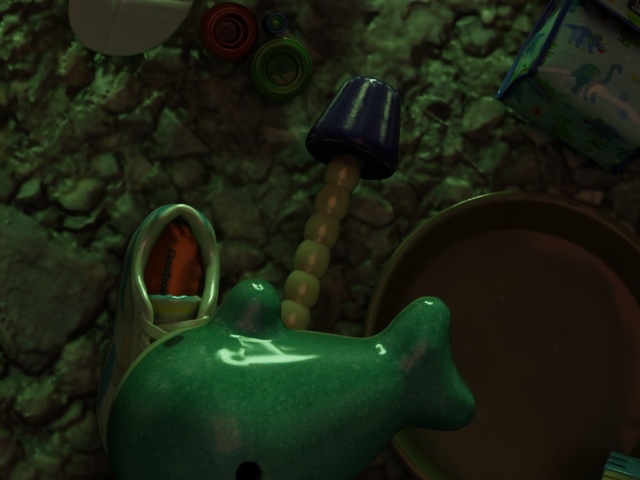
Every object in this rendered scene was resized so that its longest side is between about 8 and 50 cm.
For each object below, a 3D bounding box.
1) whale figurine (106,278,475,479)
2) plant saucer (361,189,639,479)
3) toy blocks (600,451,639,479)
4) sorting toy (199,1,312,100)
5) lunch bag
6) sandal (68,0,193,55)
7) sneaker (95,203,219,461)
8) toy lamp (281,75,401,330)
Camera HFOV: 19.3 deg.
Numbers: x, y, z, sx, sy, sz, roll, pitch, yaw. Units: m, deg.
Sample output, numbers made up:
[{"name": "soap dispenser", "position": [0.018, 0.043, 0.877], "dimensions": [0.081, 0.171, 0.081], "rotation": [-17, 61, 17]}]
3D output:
[{"name": "whale figurine", "position": [-0.016, 0.132, 1.350], "dimensions": [0.272, 0.141, 0.216], "rotation": [-17, 102, -8]}, {"name": "plant saucer", "position": [0.166, 0.097, 1.513], "dimensions": [0.277, 0.041, 0.278], "rotation": [2, 75, -9]}, {"name": "toy blocks", "position": [0.305, 0.246, 1.400], "dimensions": [0.261, 0.191, 0.381], "rotation": [17, 103, 12]}, {"name": "sorting toy", "position": [-0.052, -0.159, 1.546], "dimensions": [0.102, 0.042, 0.061], "rotation": [37, 87, -12]}, {"name": "lunch bag", "position": [0.241, -0.154, 1.568], "dimensions": [0.129, 0.096, 0.151], "rotation": [34, 66, -8]}, {"name": "sandal", "position": [-0.142, -0.275, 1.535], "dimensions": [0.102, 0.076, 0.265], "rotation": [16, 85, -24]}, {"name": "sneaker", "position": [-0.122, 0.084, 1.435], "dimensions": [0.087, 0.092, 0.229], "rotation": [3, 76, -12]}, {"name": "toy lamp", "position": [0.000, 0.000, 1.491], "dimensions": [0.080, 0.080, 0.275], "rotation": [21, 75, -4]}]
